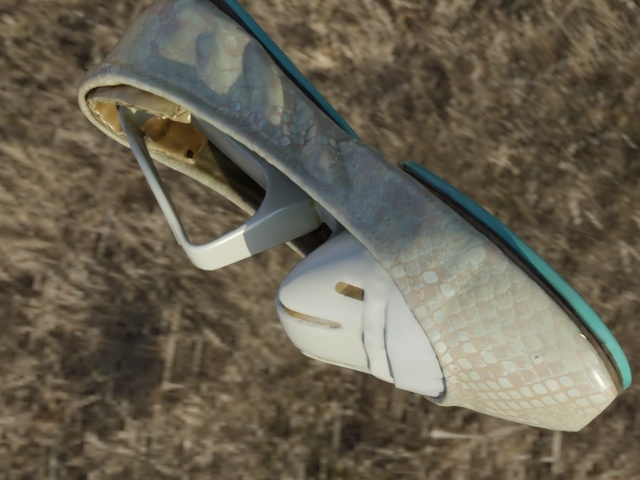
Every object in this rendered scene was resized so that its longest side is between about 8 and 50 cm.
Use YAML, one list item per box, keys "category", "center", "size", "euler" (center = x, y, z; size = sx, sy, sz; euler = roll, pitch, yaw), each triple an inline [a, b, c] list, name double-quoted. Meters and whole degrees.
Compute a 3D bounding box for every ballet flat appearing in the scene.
- category: "ballet flat"
  center: [0.000, 0.000, 0.417]
  size: [0.052, 0.057, 0.168]
  euler: [-36, 52, -14]
